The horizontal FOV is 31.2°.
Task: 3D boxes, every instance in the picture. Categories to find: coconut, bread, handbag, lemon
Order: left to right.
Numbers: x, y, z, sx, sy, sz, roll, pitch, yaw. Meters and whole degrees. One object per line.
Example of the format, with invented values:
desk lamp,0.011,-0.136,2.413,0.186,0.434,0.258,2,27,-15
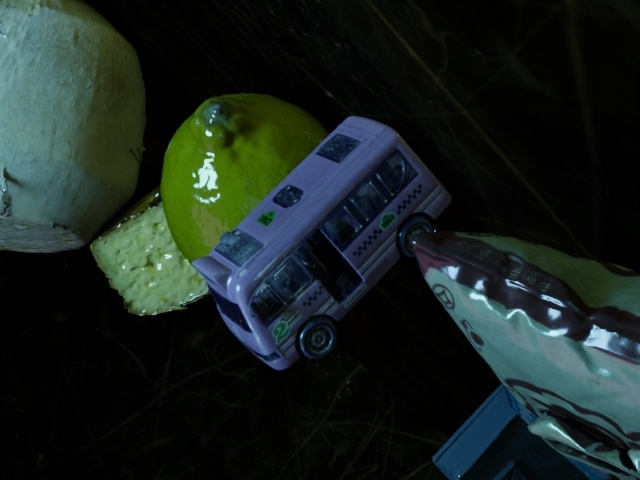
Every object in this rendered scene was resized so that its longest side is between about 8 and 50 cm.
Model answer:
coconut,-0.399,-0.174,1.463,0.346,0.360,0.346,3,169,1
bread,-0.162,-0.020,1.516,0.160,0.261,0.147,50,-168,-18
lemon,-0.056,-0.039,1.048,0.184,0.184,0.248,36,171,42
handbag,0.223,0.232,1.127,0.229,0.179,0.062,50,170,-33
handbag,0.184,0.077,0.688,0.235,0.127,0.213,23,164,32

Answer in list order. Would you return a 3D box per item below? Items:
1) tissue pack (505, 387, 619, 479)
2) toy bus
tissue pack,0.216,0.128,0.938,0.120,0.082,0.169,40,172,24
toy bus,0.000,0.000,0.905,0.108,0.199,0.096,51,169,-29
